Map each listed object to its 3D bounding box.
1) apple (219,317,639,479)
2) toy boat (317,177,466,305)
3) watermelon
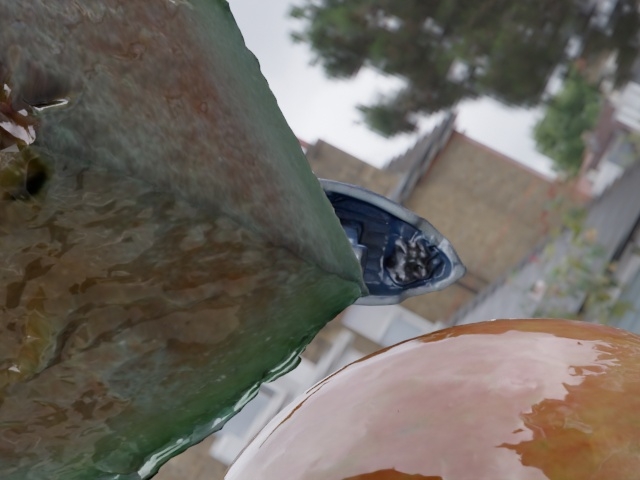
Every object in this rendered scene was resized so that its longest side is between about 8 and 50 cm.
[{"bbox_3d":[0.091,0.243,0.881,0.391,0.346,0.391,174,90,-81],"label":"apple"},{"bbox_3d":[0.000,0.000,1.578,0.142,0.309,0.129,-91,13,-77],"label":"toy boat"},{"bbox_3d":[-0.153,-0.015,0.699,0.264,0.151,0.302,-34,-38,16],"label":"watermelon"}]
